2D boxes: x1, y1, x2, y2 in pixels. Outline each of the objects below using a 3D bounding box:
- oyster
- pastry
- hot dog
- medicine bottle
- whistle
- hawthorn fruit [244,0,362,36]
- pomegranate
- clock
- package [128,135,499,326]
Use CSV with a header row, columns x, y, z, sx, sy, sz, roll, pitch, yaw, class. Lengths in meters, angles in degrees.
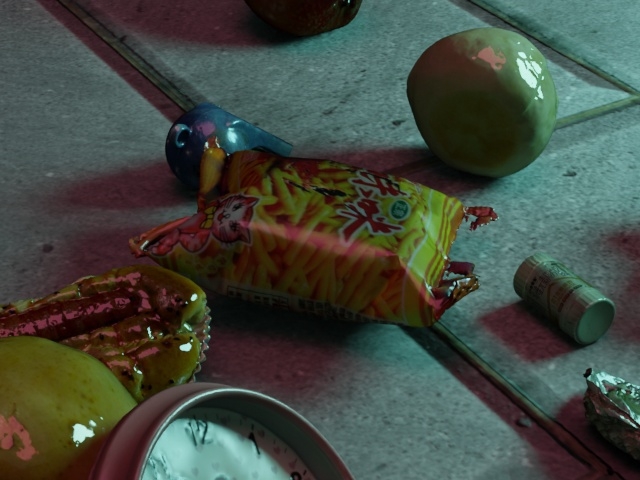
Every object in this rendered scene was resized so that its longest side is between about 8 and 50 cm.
x,y,z,sx,sy,sz,roll,pitch,yaw,class
0.240,0.138,1.108,0.098,0.037,0.100,33,21,13,oyster
0.158,-0.133,1.410,0.156,0.156,0.092,13,41,18,pastry
-0.206,0.089,1.113,0.252,0.069,0.131,-11,54,-14,hot dog
0.207,0.049,1.221,0.047,0.047,0.083,-18,38,-27,medicine bottle
-0.100,-0.086,1.409,0.090,0.090,0.158,25,1,32,whistle
-0.030,-0.330,1.702,0.188,0.169,0.169,25,40,31,hawthorn fruit
-0.201,0.167,0.882,0.233,0.233,0.233,1,33,0,pomegranate
-0.045,0.200,0.844,0.056,0.244,0.244,-27,17,34,clock
0.002,-0.003,1.250,0.288,0.108,0.223,15,30,8,package
